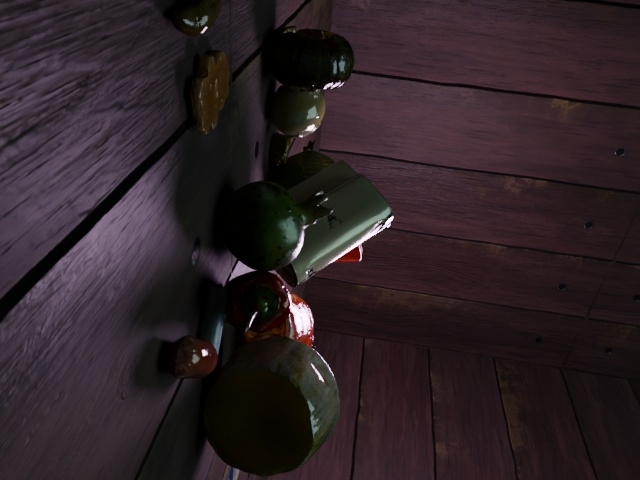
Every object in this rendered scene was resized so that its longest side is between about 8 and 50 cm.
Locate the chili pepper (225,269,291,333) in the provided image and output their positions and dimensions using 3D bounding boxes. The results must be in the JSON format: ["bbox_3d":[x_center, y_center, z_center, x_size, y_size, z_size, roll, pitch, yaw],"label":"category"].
[{"bbox_3d":[-0.125,0.128,1.115,0.338,0.131,0.134,154,-64,-73],"label":"chili pepper"}]

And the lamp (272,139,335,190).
[{"bbox_3d":[-0.040,-0.204,1.763,0.250,0.250,0.284,73,16,-81],"label":"lamp"}]

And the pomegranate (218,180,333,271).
[{"bbox_3d":[-0.101,-0.039,1.197,0.211,0.263,0.211,166,-90,-79],"label":"pomegranate"}]

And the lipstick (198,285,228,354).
[{"bbox_3d":[-0.233,0.179,1.133,0.048,0.048,0.158,74,24,-81],"label":"lipstick"}]

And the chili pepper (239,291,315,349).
[{"bbox_3d":[-0.150,0.274,1.631,0.305,0.229,0.251,33,68,-75],"label":"chili pepper"}]

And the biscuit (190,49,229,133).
[{"bbox_3d":[-0.192,-0.266,0.916,0.133,0.027,0.184,92,6,-53],"label":"biscuit"}]

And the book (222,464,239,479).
[{"bbox_3d":[-0.291,0.759,1.794,0.322,0.018,0.228,-78,175,-45],"label":"book"}]

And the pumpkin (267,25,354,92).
[{"bbox_3d":[-0.027,-0.482,1.418,0.238,0.238,0.159,-74,177,-63],"label":"pumpkin"}]

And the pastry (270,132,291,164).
[{"bbox_3d":[-0.125,-0.288,1.665,0.109,0.057,0.097,-75,174,-51],"label":"pastry"}]

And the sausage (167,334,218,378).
[{"bbox_3d":[-0.238,0.220,0.983,0.194,0.077,0.077,91,8,-76],"label":"sausage"}]

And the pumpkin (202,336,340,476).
[{"bbox_3d":[-0.136,0.415,1.287,0.199,0.332,0.332,-18,118,-71],"label":"pumpkin"}]

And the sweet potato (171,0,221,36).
[{"bbox_3d":[-0.175,-0.357,0.788,0.053,0.054,0.182,108,-8,-52],"label":"sweet potato"}]

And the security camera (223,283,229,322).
[{"bbox_3d":[-0.219,0.151,1.280,0.058,0.058,0.092,-2,94,-86],"label":"security camera"}]

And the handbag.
[{"bbox_3d":[-0.001,-0.050,1.500,0.358,0.237,0.160,-33,155,-24],"label":"handbag"}]

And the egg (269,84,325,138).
[{"bbox_3d":[-0.065,-0.387,1.547,0.201,0.164,0.164,-59,160,-49],"label":"egg"}]

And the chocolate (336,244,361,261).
[{"bbox_3d":[0.000,0.000,2.165,0.360,0.341,0.161,-35,123,-84],"label":"chocolate"}]
